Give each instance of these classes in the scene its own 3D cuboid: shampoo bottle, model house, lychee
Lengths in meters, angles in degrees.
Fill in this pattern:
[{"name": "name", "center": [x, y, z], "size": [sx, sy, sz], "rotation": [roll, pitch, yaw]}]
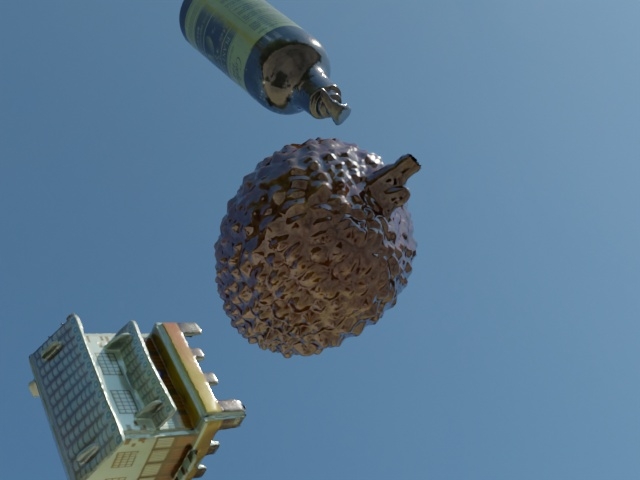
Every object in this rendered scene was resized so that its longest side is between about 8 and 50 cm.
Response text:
[{"name": "shampoo bottle", "center": [-0.060, -0.217, 1.088], "size": [0.101, 0.284, 0.101], "rotation": [-26, -41, -25]}, {"name": "model house", "center": [-0.255, 0.228, 1.217], "size": [0.215, 0.224, 0.198], "rotation": [6, -53, -39]}, {"name": "lychee", "center": [0.000, 0.000, 0.849], "size": [0.200, 0.200, 0.238], "rotation": [32, -59, -26]}]
